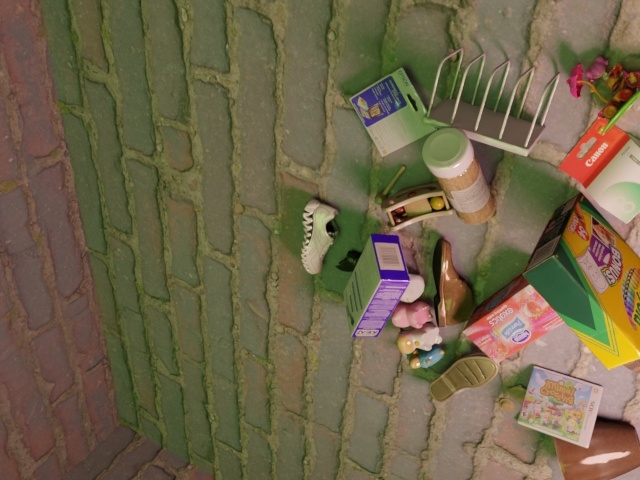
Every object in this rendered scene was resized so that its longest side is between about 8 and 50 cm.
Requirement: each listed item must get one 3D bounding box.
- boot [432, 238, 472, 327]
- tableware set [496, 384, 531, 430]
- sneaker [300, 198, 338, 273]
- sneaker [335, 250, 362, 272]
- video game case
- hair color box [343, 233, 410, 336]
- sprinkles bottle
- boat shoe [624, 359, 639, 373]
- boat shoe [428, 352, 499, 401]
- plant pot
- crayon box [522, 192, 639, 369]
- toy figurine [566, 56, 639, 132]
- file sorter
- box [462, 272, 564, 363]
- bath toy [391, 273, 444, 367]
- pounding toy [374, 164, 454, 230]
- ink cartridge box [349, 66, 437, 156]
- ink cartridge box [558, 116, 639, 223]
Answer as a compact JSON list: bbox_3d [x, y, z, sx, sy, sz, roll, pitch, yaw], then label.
[{"bbox_3d":[0.420,0.131,1.973,0.115,0.112,0.306,-6,113,4],"label":"boot"},{"bbox_3d":[0.688,0.566,2.096,0.168,0.020,0.141,40,131,8],"label":"tableware set"},{"bbox_3d":[0.000,0.000,2.158,0.118,0.110,0.292,13,125,17],"label":"sneaker"},{"bbox_3d":[0.127,0.065,2.141,0.089,0.051,0.170,40,135,3],"label":"sneaker"},{"bbox_3d":[0.743,0.512,1.921,0.212,0.193,0.023,14,159,27],"label":"video game case"},{"bbox_3d":[0.177,0.156,2.034,0.110,0.185,0.339,4,141,-16],"label":"hair color box"},{"bbox_3d":[0.377,-0.161,1.648,0.121,0.121,0.355,9,162,30],"label":"sprinkles bottle"},{"bbox_3d":[0.851,0.250,1.705,0.355,0.130,0.132,32,139,-17],"label":"boat shoe"},{"bbox_3d":[0.493,0.447,2.097,0.302,0.103,0.113,-41,79,44],"label":"boat shoe"},{"bbox_3d":[0.868,0.650,1.919,0.230,0.215,0.215,-17,108,25],"label":"plant pot"},{"bbox_3d":[0.691,0.090,1.557,0.313,0.363,0.106,47,132,0],"label":"crayon box"},{"bbox_3d":[0.672,-0.371,1.465,0.159,0.130,0.173,44,112,15],"label":"toy figurine"},{"bbox_3d":[0.434,-0.363,1.567,0.277,0.193,0.173,22,126,21],"label":"file sorter"},{"bbox_3d":[0.593,0.221,1.857,0.154,0.142,0.300,44,133,2],"label":"box"},{"bbox_3d":[0.306,0.263,2.100,0.129,0.151,0.348,32,143,63],"label":"bath toy"},{"bbox_3d":[0.259,-0.132,1.856,0.269,0.154,0.155,-9,112,37],"label":"pounding toy"},{"bbox_3d":[0.216,-0.374,1.806,0.208,0.045,0.206,-22,104,42],"label":"ink cartridge box"},{"bbox_3d":[0.744,-0.177,1.565,0.224,0.056,0.181,36,132,8],"label":"ink cartridge box"}]
